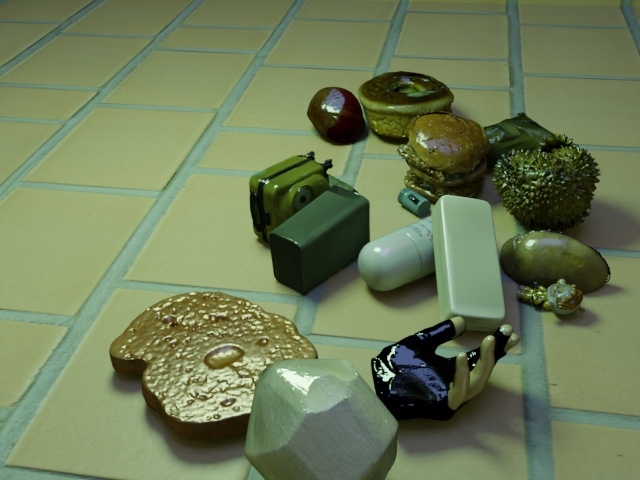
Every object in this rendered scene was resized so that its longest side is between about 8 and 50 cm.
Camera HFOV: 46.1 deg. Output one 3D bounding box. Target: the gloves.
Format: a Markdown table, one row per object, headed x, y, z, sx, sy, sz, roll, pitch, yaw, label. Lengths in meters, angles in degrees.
| x | y | z | sx | sy | sz | roll | pitch | yaw | label |
| --- | --- | --- | --- | --- | --- | --- | --- | --- | --- |
| 0.241 | 0.240 | 1.460 | 0.301 | 0.152 | 0.197 | -27 | 41 | 8 | gloves |

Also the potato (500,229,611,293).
| x | y | z | sx | sy | sz | roll | pitch | yaw | label |
| --- | --- | --- | --- | --- | --- | --- | --- | --- | --- |
| 0.537 | 0.054 | 1.755 | 0.261 | 0.120 | 0.100 | 15 | 45 | 24 | potato |

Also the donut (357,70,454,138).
| x | y | z | sx | sy | sz | roll | pitch | yaw | label |
| --- | --- | --- | --- | --- | --- | --- | --- | --- | --- |
| 0.280 | -0.437 | 2.447 | 0.330 | 0.159 | 0.330 | -6 | 33 | 4 | donut |

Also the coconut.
| x | y | z | sx | sy | sz | roll | pitch | yaw | label |
| --- | --- | --- | --- | --- | --- | --- | --- | --- | --- |
| -0.010 | 0.317 | 1.254 | 0.237 | 0.237 | 0.265 | -34 | 85 | -37 | coconut |

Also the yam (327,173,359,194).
| x | y | z | sx | sy | sz | roll | pitch | yaw | label |
| --- | --- | --- | --- | --- | --- | --- | --- | --- | --- |
| 0.034 | -0.138 | 2.092 | 0.078 | 0.078 | 0.179 | -24 | 37 | -28 | yam |

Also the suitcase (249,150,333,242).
| x | y | z | sx | sy | sz | roll | pitch | yaw | label |
| --- | --- | --- | --- | --- | --- | --- | --- | --- | --- |
| -0.065 | -0.102 | 1.938 | 0.235 | 0.193 | 0.143 | -29 | 40 | -35 | suitcase |

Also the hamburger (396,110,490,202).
| x | y | z | sx | sy | sz | roll | pitch | yaw | label |
| --- | --- | --- | --- | --- | --- | --- | --- | --- | --- |
| 0.339 | -0.223 | 2.091 | 0.261 | 0.211 | 0.245 | 2 | 40 | -2 | hamburger |

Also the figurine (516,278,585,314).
| x | y | z | sx | sy | sz | roll | pitch | yaw | label |
| --- | --- | --- | --- | --- | --- | --- | --- | --- | --- |
| 0.516 | 0.130 | 1.692 | 0.143 | 0.068 | 0.101 | -6 | 29 | 16 | figurine |

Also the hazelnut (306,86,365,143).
| x | y | z | sx | sy | sz | roll | pitch | yaw | label |
| --- | --- | --- | --- | --- | --- | --- | --- | --- | --- |
| 0.050 | -0.399 | 2.419 | 0.170 | 0.160 | 0.201 | -20 | 74 | -4 | hazelnut |

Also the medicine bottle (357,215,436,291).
| x | y | z | sx | sy | sz | roll | pitch | yaw | label |
| --- | --- | --- | --- | --- | --- | --- | --- | --- | --- |
| 0.243 | 0.019 | 1.804 | 0.341 | 0.130 | 0.130 | -21 | 39 | -27 | medicine bottle |

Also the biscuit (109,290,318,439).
| x | y | z | sx | sy | sz | roll | pitch | yaw | label |
| --- | --- | --- | --- | --- | --- | --- | --- | --- | --- |
| -0.207 | 0.246 | 1.551 | 0.350 | 0.078 | 0.455 | -29 | 42 | -29 | biscuit |

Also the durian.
| x | y | z | sx | sy | sz | roll | pitch | yaw | label |
| --- | --- | --- | --- | --- | --- | --- | --- | --- | --- |
| 0.577 | -0.147 | 1.951 | 0.258 | 0.258 | 0.293 | -15 | 27 | -17 | durian |

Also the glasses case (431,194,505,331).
| x | y | z | sx | sy | sz | roll | pitch | yaw | label |
| --- | --- | --- | --- | --- | --- | --- | --- | --- | --- |
| 0.328 | 0.048 | 1.690 | 0.131 | 0.070 | 0.312 | 7 | 58 | -12 | glasses case |

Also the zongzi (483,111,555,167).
| x | y | z | sx | sy | sz | roll | pitch | yaw | label |
| --- | --- | --- | --- | --- | --- | --- | --- | --- | --- |
| 0.599 | -0.256 | 2.195 | 0.251 | 0.125 | 0.274 | -24 | 46 | -30 | zongzi |

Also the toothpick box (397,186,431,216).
| x | y | z | sx | sy | sz | roll | pitch | yaw | label |
| --- | --- | --- | --- | --- | --- | --- | --- | --- | --- |
| 0.255 | -0.105 | 2.050 | 0.052 | 0.052 | 0.083 | -23 | 41 | -27 | toothpick box |

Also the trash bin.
| x | y | z | sx | sy | sz | roll | pitch | yaw | label |
| --- | --- | --- | --- | --- | --- | --- | --- | --- | --- |
| 0.000 | 0.000 | 1.824 | 0.122 | 0.164 | 0.240 | 25 | 46 | 35 | trash bin |
